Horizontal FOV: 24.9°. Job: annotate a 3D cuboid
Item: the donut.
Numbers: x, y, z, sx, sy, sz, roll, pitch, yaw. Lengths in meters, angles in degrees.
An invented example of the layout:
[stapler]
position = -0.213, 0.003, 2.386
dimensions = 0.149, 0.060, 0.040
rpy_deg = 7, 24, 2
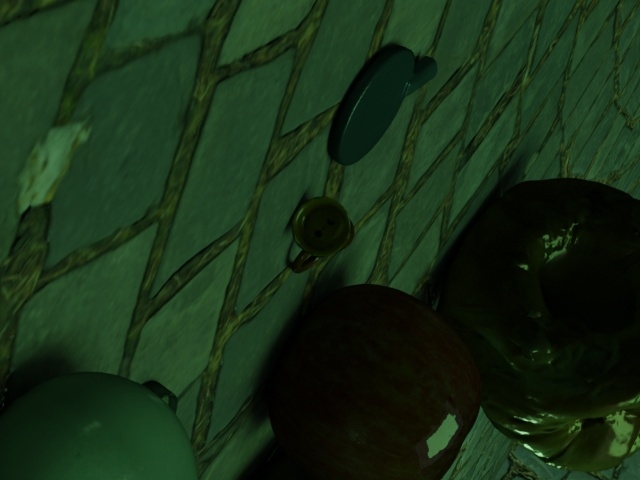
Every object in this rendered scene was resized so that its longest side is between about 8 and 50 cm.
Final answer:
[donut]
position = 0.311, 0.096, 1.747
dimensions = 0.360, 0.360, 0.170
rpy_deg = -50, 165, -34

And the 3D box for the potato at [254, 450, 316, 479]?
[potato]
position = -0.007, 0.282, 1.411
dimensions = 0.262, 0.165, 0.165
rpy_deg = -44, 158, -56

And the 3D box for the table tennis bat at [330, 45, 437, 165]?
[table tennis bat]
position = 0.052, -0.113, 1.143
dimensions = 0.155, 0.019, 0.100
rpy_deg = -39, 154, -49

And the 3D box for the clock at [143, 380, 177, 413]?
[clock]
position = -0.129, 0.138, 1.011
dimensions = 0.085, 0.017, 0.085
rpy_deg = -54, 163, -24

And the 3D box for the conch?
[conch]
position = -0.158, 0.176, 0.849
dimensions = 0.185, 0.121, 0.221
rpy_deg = -12, 142, -30

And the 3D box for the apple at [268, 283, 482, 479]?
[apple]
position = 0.052, 0.139, 1.298
dimensions = 0.188, 0.174, 0.188
rpy_deg = -54, 166, -20

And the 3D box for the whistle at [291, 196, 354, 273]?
[whistle]
position = 0.005, 0.002, 1.154
dimensions = 0.109, 0.046, 0.057
rpy_deg = 50, 56, -80
